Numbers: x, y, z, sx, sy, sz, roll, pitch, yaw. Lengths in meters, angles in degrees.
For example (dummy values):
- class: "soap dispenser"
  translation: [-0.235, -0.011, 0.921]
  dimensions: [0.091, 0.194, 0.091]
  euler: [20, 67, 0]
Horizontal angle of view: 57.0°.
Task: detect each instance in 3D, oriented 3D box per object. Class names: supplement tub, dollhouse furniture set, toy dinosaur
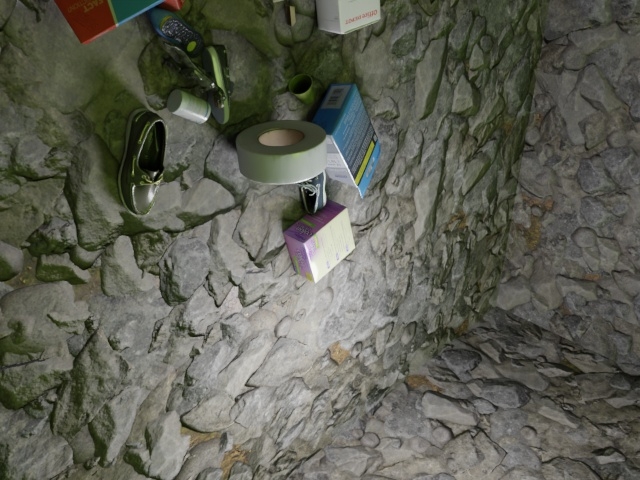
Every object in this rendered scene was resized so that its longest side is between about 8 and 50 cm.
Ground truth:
- class: "supplement tub"
  translation: [-0.372, -0.379, 1.669]
  dimensions: [0.107, 0.071, 0.071]
  euler: [14, 99, -52]
- class: "dollhouse furniture set"
  translation: [-0.109, -0.702, 1.793]
  dimensions: [0.081, 0.091, 0.114]
  euler: [-22, 131, -22]
- class: "toy dinosaur"
  translation: [-0.356, -0.464, 1.599]
  dimensions: [0.064, 0.118, 0.268]
  euler: [-58, 141, -7]

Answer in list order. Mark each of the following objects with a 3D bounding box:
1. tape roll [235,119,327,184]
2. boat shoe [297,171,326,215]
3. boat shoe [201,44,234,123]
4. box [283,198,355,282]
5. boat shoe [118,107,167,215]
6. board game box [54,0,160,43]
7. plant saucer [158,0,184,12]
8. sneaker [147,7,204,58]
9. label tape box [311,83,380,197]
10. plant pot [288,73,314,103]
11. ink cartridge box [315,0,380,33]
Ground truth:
- class: "tape roll"
  translation: [-0.119, -0.282, 1.846]
  dimensions: [0.286, 0.286, 0.100]
  euler: [-30, 131, -36]
- class: "boat shoe"
  translation: [-0.039, -0.202, 2.144]
  dimensions: [0.079, 0.095, 0.254]
  euler: [-50, 151, -35]
- class: "boat shoe"
  translation: [-0.288, -0.459, 1.723]
  dimensions: [0.076, 0.080, 0.228]
  euler: [-30, 123, -34]
- class: "box"
  translation: [0.000, 0.000, 2.280]
  dimensions: [0.243, 0.117, 0.213]
  euler: [-41, 137, -28]
- class: "boat shoe"
  translation: [-0.483, -0.204, 1.622]
  dimensions: [0.109, 0.091, 0.304]
  euler: [-10, 118, -46]
- class: "board game box"
  translation: [-0.482, -0.614, 1.229]
  dimensions: [0.242, 0.064, 0.316]
  euler: [-27, 112, 5]
- class: "plant saucer"
  translation: [-0.325, -0.693, 1.427]
  dimensions: [0.258, 0.048, 0.259]
  euler: [-63, -174, -1]
- class: "sneaker"
  translation: [-0.382, -0.556, 1.564]
  dimensions: [0.069, 0.082, 0.209]
  euler: [-51, 163, 6]
- class: "label tape box"
  translation: [0.096, -0.356, 2.143]
  dimensions: [0.249, 0.115, 0.347]
  euler: [-67, 148, -27]
- class: "plant pot"
  translation: [-0.055, -0.500, 1.971]
  dimensions: [0.083, 0.083, 0.079]
  euler: [-56, 154, -10]
- class: "ink cartridge box"
  translation: [0.084, -0.837, 1.898]
  dimensions: [0.207, 0.117, 0.283]
  euler: [-33, 132, -34]
